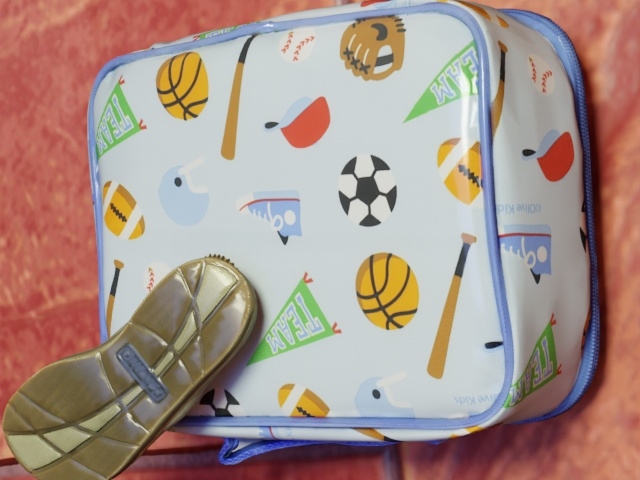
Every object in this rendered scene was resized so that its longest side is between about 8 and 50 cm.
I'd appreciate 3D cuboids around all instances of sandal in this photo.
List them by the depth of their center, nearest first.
[{"bbox_3d":[-0.097,0.074,0.800,0.180,0.049,0.072,-41,78,20],"label":"sandal"}]

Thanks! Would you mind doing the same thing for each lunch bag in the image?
[{"bbox_3d":[0.000,0.000,0.809,0.303,0.115,0.243,-4,92,39],"label":"lunch bag"}]
